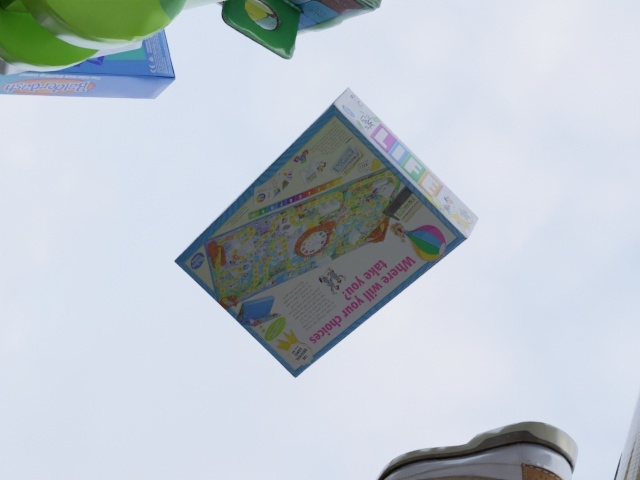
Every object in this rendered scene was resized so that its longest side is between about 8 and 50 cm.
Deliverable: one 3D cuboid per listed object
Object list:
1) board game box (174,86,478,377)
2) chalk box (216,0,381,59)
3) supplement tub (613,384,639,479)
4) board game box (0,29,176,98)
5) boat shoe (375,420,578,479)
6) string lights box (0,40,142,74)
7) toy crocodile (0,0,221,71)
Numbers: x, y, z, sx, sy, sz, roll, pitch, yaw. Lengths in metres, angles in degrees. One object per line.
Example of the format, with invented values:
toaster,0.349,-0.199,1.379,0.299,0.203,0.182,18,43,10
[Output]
board game box,0.000,0.000,0.742,0.103,0.026,0.154,45,-56,-5
chalk box,-0.036,-0.328,1.347,0.179,0.180,0.289,-5,-118,53
supplement tub,0.307,0.225,0.900,0.228,0.228,0.316,-10,-140,39
board game box,-0.237,-0.201,1.083,0.047,0.210,0.160,-32,-114,50
boat shoe,0.140,0.283,1.369,0.302,0.113,0.103,-37,-155,47
string lights box,-0.143,-0.235,0.740,0.076,0.133,0.260,25,-66,21
toy crocodile,-0.161,-0.122,0.481,0.115,0.340,0.105,-178,-93,-64
